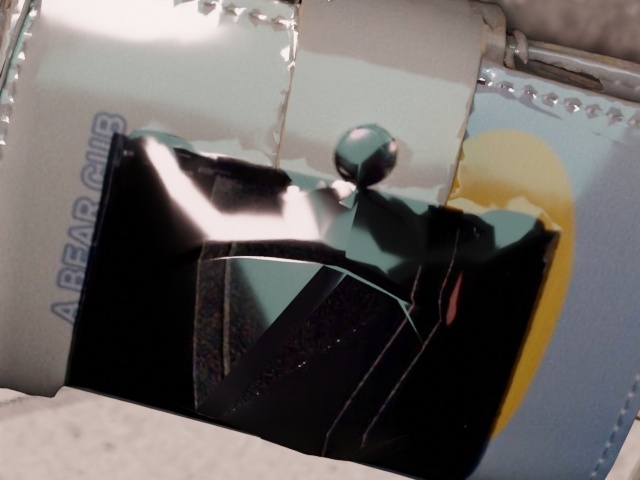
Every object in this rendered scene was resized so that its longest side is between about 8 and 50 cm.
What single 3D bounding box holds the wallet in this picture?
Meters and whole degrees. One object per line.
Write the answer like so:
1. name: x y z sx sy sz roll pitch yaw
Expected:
1. wallet: 0.000 0.000 0.436 0.231 0.069 0.170 16 116 -11
